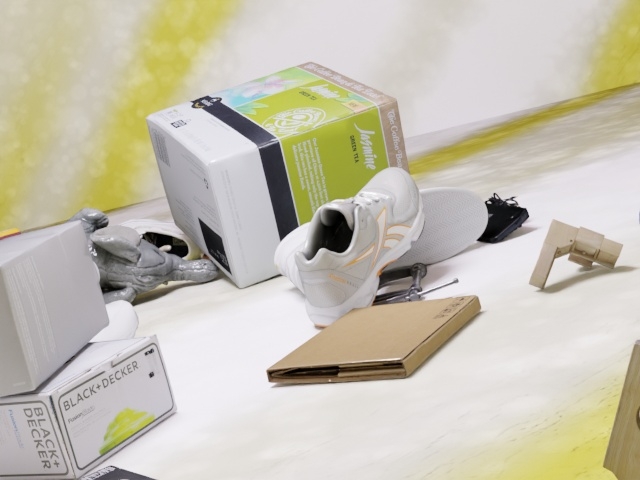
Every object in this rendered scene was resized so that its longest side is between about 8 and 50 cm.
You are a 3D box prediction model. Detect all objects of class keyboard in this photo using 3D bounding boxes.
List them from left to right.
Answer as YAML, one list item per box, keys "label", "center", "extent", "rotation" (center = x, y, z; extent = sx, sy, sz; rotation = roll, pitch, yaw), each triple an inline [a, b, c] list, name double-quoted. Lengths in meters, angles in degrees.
- label: "keyboard"
  center: [0.254, -0.025, 1.665]
  extent: [0.100, 0.038, 0.192]
  rotation: [-40, 16, -10]

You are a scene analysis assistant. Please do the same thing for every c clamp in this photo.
- label: "c clamp"
  center: [0.103, 0.058, 1.422]
  extent: [0.137, 0.022, 0.161]
  rotation: [-19, 11, 5]

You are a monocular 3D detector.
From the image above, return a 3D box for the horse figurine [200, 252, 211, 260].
- label: "horse figurine"
  center: [-0.093, -0.024, 1.997]
  extent: [0.263, 0.066, 0.174]
  rotation: [-10, 22, -8]

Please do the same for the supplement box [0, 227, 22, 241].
- label: "supplement box"
  center: [-0.481, 0.096, 1.588]
  extent: [0.191, 0.129, 0.194]
  rotation: [-19, 27, -23]

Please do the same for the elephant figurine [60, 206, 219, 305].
- label: "elephant figurine"
  center: [-0.323, 0.037, 1.816]
  extent: [0.239, 0.169, 0.186]
  rotation: [14, 55, 38]

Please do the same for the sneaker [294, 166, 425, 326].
- label: "sneaker"
  center: [0.050, -0.021, 1.393]
  extent: [0.099, 0.121, 0.262]
  rotation: [2, 43, 29]

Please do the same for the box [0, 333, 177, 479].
- label: "box"
  center: [-0.315, 0.175, 1.167]
  extent: [0.290, 0.087, 0.169]
  rotation: [-9, 11, 31]

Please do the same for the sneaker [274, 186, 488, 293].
- label: "sneaker"
  center: [0.075, -0.012, 1.591]
  extent: [0.292, 0.108, 0.169]
  rotation: [-19, 14, -15]

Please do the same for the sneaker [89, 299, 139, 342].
- label: "sneaker"
  center: [-0.360, 0.123, 1.403]
  extent: [0.297, 0.129, 0.111]
  rotation: [-20, 9, -37]

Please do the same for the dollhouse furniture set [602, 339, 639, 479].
- label: "dollhouse furniture set"
  center: [0.296, 0.107, 0.753]
  extent: [0.161, 0.101, 0.182]
  rotation: [18, 23, 24]

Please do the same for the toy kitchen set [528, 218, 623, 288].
- label: "toy kitchen set"
  center: [0.287, 0.033, 1.283]
  extent: [0.083, 0.075, 0.068]
  rotation: [21, -23, 12]

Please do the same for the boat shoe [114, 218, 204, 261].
- label: "boat shoe"
  center: [-0.319, 0.015, 2.081]
  extent: [0.267, 0.096, 0.088]
  rotation: [1, 12, 31]

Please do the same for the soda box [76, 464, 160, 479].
- label: "soda box"
  center: [-0.123, 0.206, 0.795]
  extent: [0.053, 0.060, 0.169]
  rotation: [-23, 14, -35]

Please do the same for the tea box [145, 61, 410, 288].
- label: "tea box"
  center: [-0.068, -0.121, 1.846]
  extent: [0.323, 0.220, 0.329]
  rotation: [-21, 26, -19]

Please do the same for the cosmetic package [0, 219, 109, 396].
- label: "cosmetic package"
  center: [-0.302, 0.066, 1.132]
  extent: [0.107, 0.127, 0.238]
  rotation: [-13, 8, 6]

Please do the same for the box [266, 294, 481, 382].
- label: "box"
  center: [0.060, 0.105, 1.208]
  extent: [0.164, 0.021, 0.201]
  rotation: [-8, 12, 32]
